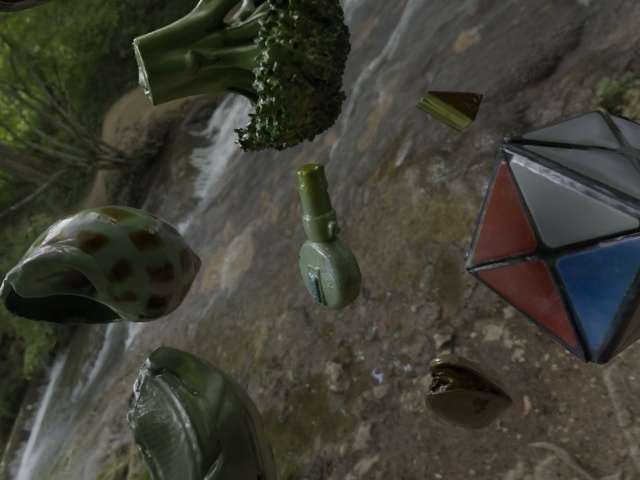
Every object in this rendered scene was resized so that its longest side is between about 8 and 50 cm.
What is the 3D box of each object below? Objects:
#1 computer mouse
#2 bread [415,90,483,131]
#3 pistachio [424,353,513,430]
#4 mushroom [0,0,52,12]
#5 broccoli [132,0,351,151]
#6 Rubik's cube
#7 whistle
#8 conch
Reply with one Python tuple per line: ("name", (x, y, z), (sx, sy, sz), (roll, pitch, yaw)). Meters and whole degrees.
("computer mouse", (-0.179, 0.361, 0.890), (0.145, 0.228, 0.429), (-34, 72, 13))
("bread", (0.320, -0.347, 1.256), (0.084, 0.139, 0.074), (-65, 6, -21))
("pistachio", (0.273, 0.281, 0.939), (0.131, 0.206, 0.130), (-17, 55, 39))
("mushroom", (-0.302, -0.311, 0.394), (0.195, 0.283, 0.263), (-41, 1, -11))
("broccoli", (-0.086, -0.278, 0.711), (0.249, 0.302, 0.375), (28, 144, 32))
("Rubik's cube", (0.483, -0.022, 0.885), (0.307, 0.310, 0.305), (44, 143, 43))
("whistle", (0.000, 0.000, 0.657), (0.104, 0.057, 0.198), (21, 129, 53))
("conch", (-0.354, 0.054, 0.900), (0.249, 0.368, 0.197), (-34, 52, 19))
